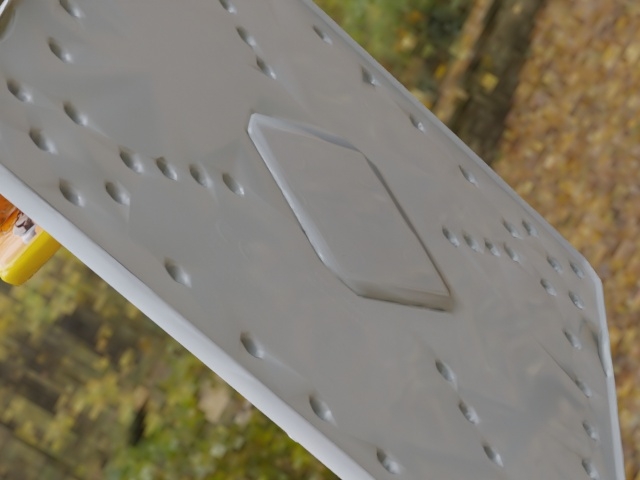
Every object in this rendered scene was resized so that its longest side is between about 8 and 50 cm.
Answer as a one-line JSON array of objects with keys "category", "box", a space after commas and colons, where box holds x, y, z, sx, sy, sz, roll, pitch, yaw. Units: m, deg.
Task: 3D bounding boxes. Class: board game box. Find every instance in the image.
[{"category": "board game box", "box": [0.000, 0.000, 0.890, 0.050, 0.390, 0.390, -42, 17, 22]}]
